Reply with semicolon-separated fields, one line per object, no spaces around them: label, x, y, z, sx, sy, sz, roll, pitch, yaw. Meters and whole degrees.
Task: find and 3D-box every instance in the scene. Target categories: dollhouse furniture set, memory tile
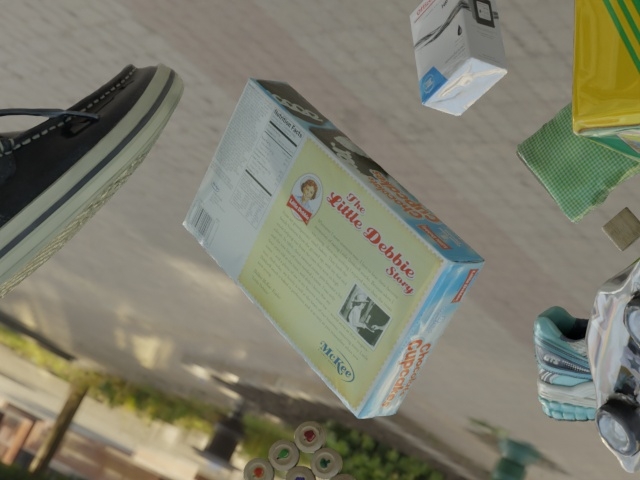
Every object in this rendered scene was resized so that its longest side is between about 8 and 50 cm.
dollhouse furniture set;0.447;-0.095;1.833;0.301;0.197;0.151;52;-164;13
memory tile;-0.014;0.291;1.378;0.148;0.113;0.012;56;180;23

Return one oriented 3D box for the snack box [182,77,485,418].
snack box;0.000;0.000;1.196;0.060;0.187;0.322;0;-144;-46

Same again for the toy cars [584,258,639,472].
toy cars;0.256;0.072;0.805;0.087;0.176;0.393;44;-170;35

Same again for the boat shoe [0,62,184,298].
boat shoe;-0.294;-0.032;1.014;0.156;0.500;0.187;46;141;-3

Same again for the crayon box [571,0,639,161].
crayon box;0.306;-0.185;0.801;0.106;0.313;0.363;-6;167;43

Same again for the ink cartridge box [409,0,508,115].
ink cartridge box;0.166;-0.258;1.486;0.060;0.180;0.104;13;145;-28

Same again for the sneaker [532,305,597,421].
sneaker;0.323;0.097;1.142;0.283;0.122;0.110;-14;-175;34
